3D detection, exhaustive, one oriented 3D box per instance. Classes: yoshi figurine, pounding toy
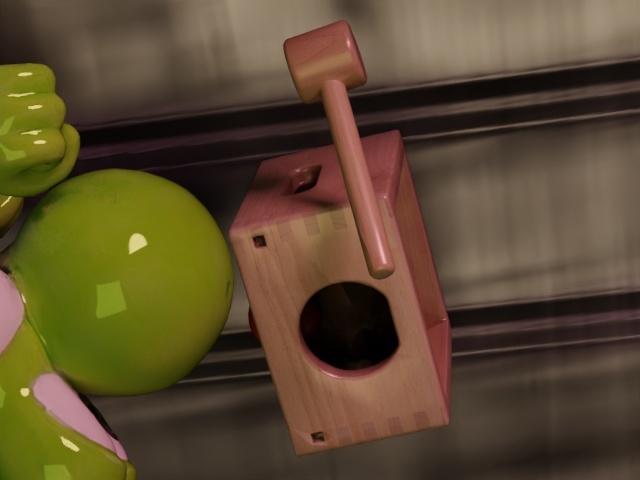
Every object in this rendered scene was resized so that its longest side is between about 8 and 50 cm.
[{"bbox_3d":[-0.178,-0.033,0.695,0.203,0.203,0.362,-44,80,27],"label":"yoshi figurine"},{"bbox_3d":[-0.002,-0.002,0.716,0.094,0.181,0.206,-13,107,10],"label":"pounding toy"}]
